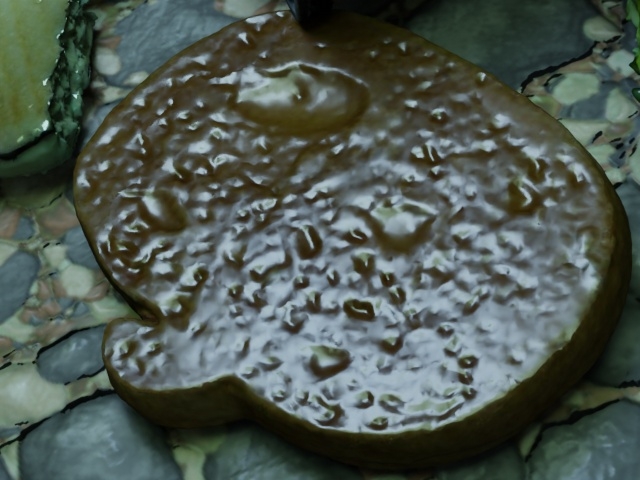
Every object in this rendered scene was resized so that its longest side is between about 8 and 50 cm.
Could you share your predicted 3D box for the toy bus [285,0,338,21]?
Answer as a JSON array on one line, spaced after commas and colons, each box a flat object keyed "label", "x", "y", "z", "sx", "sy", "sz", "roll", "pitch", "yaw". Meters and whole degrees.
[{"label": "toy bus", "x": -0.012, "y": -0.394, "z": 0.904, "sx": 0.249, "sy": 0.209, "sz": 0.439, "roll": -21, "pitch": 61, "yaw": -9}]

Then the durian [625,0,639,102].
[{"label": "durian", "x": 0.255, "y": -0.208, "z": 0.773, "sx": 0.205, "sy": 0.339, "sz": 0.256, "roll": -28, "pitch": 26, "yaw": -10}]

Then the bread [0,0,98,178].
[{"label": "bread", "x": -0.240, "y": -0.134, "z": 0.955, "sx": 0.232, "sy": 0.064, "sz": 0.172, "roll": 36, "pitch": 74, "yaw": 31}]

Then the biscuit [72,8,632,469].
[{"label": "biscuit", "x": 0.000, "y": 0.001, "z": 0.809, "sx": 0.314, "sy": 0.063, "sz": 0.367, "roll": -44, "pitch": 58, "yaw": -14}]
